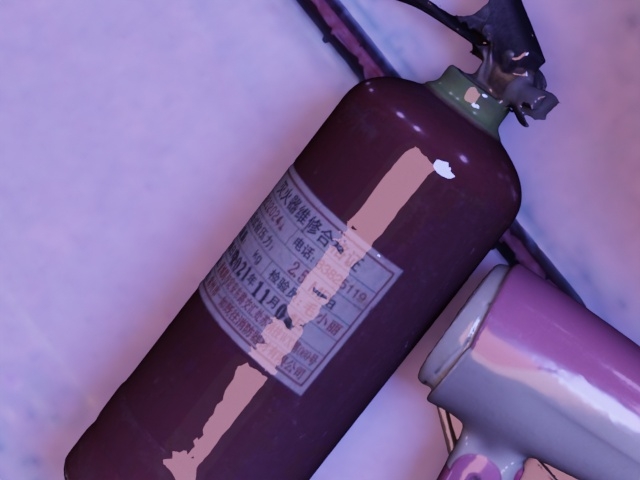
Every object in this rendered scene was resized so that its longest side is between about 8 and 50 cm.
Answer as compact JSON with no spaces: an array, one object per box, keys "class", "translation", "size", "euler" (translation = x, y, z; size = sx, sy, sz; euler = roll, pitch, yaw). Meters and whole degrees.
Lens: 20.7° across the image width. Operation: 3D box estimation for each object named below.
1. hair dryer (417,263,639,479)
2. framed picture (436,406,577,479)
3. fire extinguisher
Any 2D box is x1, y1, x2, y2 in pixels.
[{"class":"hair dryer","translation":[0.060,0.095,0.587],"size":[0.106,0.054,0.154],"euler":[36,108,4]},{"class":"framed picture","translation":[0.080,0.088,0.603],"size":[0.066,0.006,0.089],"euler":[-15,89,12]},{"class":"fire extinguisher","translation":[0.000,0.000,0.589],"size":[0.099,0.071,0.231],"euler":[42,100,35]}]
